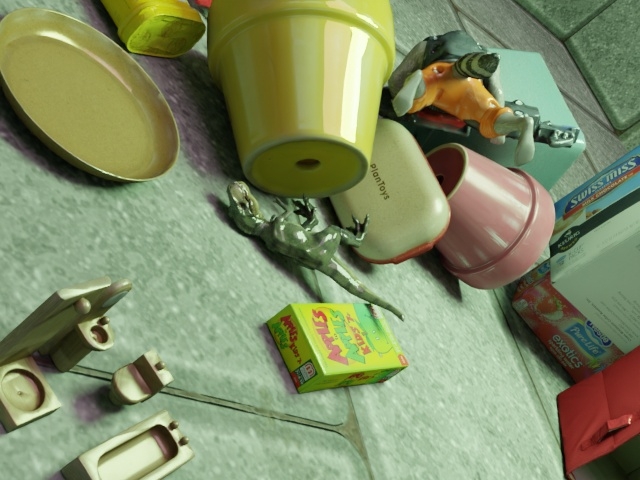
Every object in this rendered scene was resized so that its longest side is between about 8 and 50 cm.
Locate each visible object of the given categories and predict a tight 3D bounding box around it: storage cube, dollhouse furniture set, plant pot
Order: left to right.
[{"bbox_3d":[-0.258,-0.154,1.010,0.236,0.032,0.236,37,31,-27],"label":"plant pot"},{"bbox_3d":[-0.157,0.118,0.736,0.151,0.123,0.144,56,28,8],"label":"dollhouse furniture set"},{"bbox_3d":[-0.023,-0.195,1.210,0.254,0.254,0.239,22,56,-43],"label":"plant pot"},{"bbox_3d":[0.255,-0.187,1.602,0.252,0.247,0.248,8,47,-26],"label":"plant pot"},{"bbox_3d":[0.235,-0.052,1.438,0.180,0.201,0.201,36,31,-31],"label":"plant pot"},{"bbox_3d":[0.503,0.313,1.430,0.215,0.183,0.193,42,28,-15],"label":"storage cube"}]

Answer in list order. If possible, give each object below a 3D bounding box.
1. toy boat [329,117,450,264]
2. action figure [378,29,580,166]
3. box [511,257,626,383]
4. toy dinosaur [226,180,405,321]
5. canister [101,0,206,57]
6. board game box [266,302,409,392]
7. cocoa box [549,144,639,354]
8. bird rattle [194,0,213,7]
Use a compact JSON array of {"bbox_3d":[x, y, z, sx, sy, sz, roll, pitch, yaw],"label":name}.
[{"bbox_3d":[0.094,-0.062,1.346,0.151,0.151,0.231,64,2,-64],"label":"toy boat"},{"bbox_3d":[0.243,-0.224,1.354,0.341,0.179,0.330,9,26,-4],"label":"action figure"},{"bbox_3d":[0.472,0.153,1.635,0.257,0.122,0.128,50,29,-3],"label":"box"},{"bbox_3d":[0.000,0.000,1.155,0.268,0.064,0.118,32,41,-6],"label":"toy dinosaur"},{"bbox_3d":[-0.240,-0.330,1.201,0.170,0.073,0.126,58,28,14],"label":"canister"},{"bbox_3d":[0.024,0.123,1.088,0.181,0.043,0.092,5,52,-54],"label":"board game box"},{"bbox_3d":[0.573,0.052,1.524,0.347,0.231,0.228,41,34,-17],"label":"cocoa box"},{"bbox_3d":[-0.064,-0.374,1.399,0.253,0.207,0.143,52,8,-19],"label":"bird rattle"}]
